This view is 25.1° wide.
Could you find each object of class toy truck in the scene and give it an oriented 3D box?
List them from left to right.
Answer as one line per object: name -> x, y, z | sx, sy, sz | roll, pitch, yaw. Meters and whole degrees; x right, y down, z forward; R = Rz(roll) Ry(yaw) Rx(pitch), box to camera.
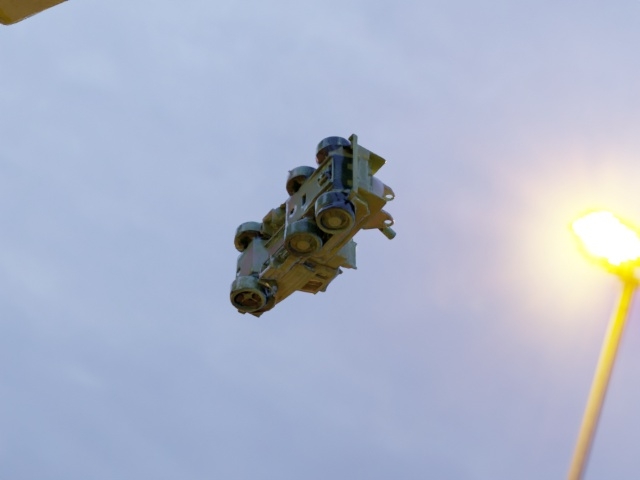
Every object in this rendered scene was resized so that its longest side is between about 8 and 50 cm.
toy truck -> -0.004, 0.001, 1.765 | 0.135, 0.128, 0.259 | 29, -50, -27

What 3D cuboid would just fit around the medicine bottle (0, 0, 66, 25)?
medicine bottle -> -0.137, -0.264, 0.827 | 0.141, 0.250, 0.137 | -15, -47, 38
